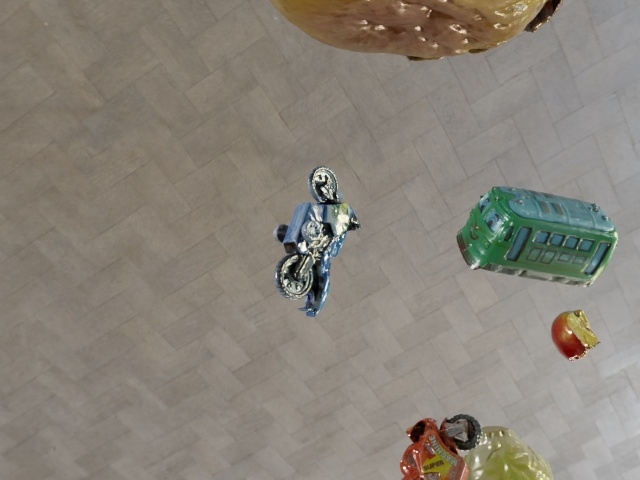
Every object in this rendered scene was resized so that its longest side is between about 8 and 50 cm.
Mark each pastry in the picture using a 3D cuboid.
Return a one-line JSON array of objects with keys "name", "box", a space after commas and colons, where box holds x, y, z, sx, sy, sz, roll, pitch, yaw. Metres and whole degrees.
[{"name": "pastry", "box": [0.088, -0.308, 0.528, 0.357, 0.356, 0.163, 8, 102, -7]}]

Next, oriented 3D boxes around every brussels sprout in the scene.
[{"name": "brussels sprout", "box": [0.581, 0.745, 1.495, 0.274, 0.243, 0.316, 14, 93, 12]}]

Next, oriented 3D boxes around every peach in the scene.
[{"name": "peach", "box": [0.723, 0.272, 1.364, 0.151, 0.151, 0.118, 32, 134, -17]}]

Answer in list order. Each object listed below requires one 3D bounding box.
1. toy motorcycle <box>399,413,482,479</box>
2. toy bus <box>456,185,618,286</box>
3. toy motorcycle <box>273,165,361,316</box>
[{"name": "toy motorcycle", "box": [0.244, 0.510, 1.052, 0.171, 0.298, 0.089, 15, 146, 31]}, {"name": "toy bus", "box": [0.545, -0.016, 1.191, 0.344, 0.183, 0.199, 9, 128, -9]}, {"name": "toy motorcycle", "box": [0.000, 0.000, 0.817, 0.136, 0.092, 0.254, 34, 65, -33]}]
